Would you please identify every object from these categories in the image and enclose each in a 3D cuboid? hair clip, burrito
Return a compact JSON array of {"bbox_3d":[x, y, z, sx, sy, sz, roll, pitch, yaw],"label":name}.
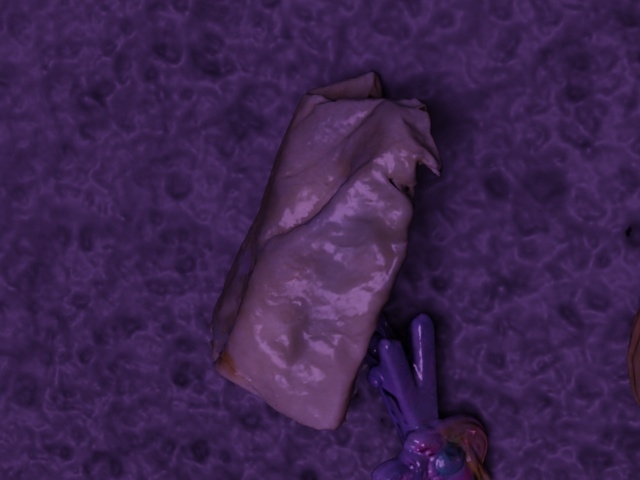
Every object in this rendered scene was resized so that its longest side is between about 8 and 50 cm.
[{"bbox_3d":[0.097,0.195,1.833,0.090,0.137,0.278,-13,99,58],"label":"hair clip"},{"bbox_3d":[-0.002,-0.002,1.777,0.135,0.190,0.331,11,110,-22],"label":"burrito"}]

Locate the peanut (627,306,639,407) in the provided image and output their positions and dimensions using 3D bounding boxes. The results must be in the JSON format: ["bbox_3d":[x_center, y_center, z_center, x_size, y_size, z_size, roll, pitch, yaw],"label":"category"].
[{"bbox_3d":[0.403,0.032,1.658,0.174,0.158,0.340,31,109,24],"label":"peanut"}]
